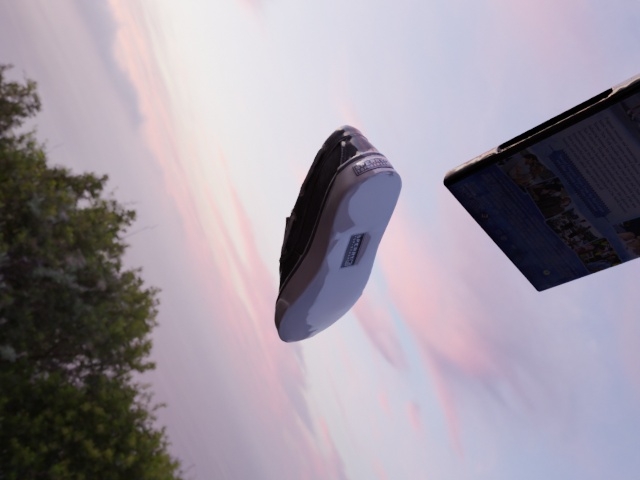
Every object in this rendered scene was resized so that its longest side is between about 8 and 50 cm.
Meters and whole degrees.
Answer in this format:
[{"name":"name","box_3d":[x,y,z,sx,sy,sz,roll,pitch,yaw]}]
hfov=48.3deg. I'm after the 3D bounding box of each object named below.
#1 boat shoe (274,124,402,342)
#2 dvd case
[{"name":"boat shoe","box_3d":[0.000,0.000,0.852,0.102,0.108,0.301,58,-35,35]},{"name":"dvd case","box_3d":[0.269,-0.050,0.680,0.253,0.022,0.180,-27,-62,40]}]
